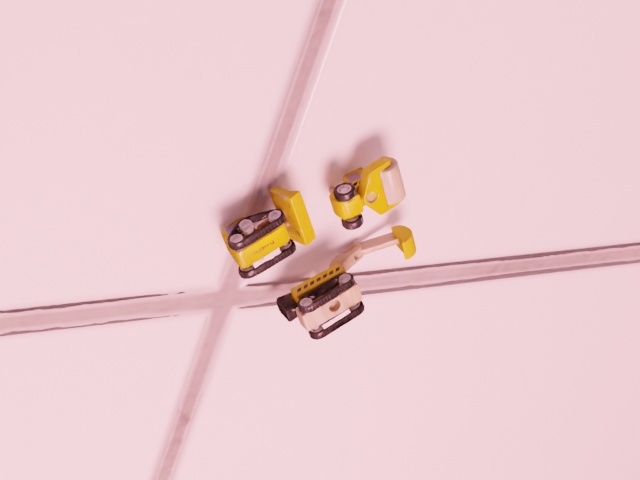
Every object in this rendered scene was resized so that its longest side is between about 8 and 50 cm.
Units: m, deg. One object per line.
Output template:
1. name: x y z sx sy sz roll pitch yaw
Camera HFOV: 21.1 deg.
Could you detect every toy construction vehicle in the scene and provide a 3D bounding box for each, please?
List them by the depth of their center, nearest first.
1. toy construction vehicle: 0.000 0.000 0.874 0.098 0.035 0.086 -33 130 -14
